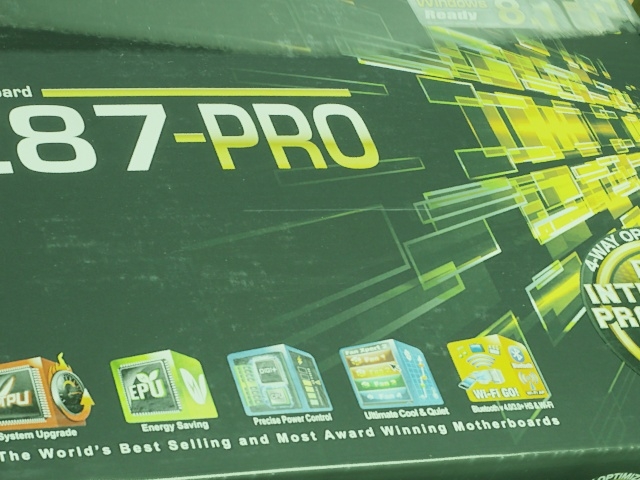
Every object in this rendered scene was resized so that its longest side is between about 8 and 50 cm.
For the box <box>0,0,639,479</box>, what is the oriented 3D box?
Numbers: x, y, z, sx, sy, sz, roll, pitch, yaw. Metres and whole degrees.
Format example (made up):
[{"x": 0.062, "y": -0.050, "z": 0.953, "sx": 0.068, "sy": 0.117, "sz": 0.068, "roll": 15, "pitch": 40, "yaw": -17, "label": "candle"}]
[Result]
[{"x": 0.000, "y": 0.000, "z": 0.789, "sx": 0.395, "sy": 0.097, "sz": 0.318, "roll": -1, "pitch": 43, "yaw": -23, "label": "box"}]

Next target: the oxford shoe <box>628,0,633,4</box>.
[{"x": -0.009, "y": -0.145, "z": 0.967, "sx": 0.364, "sy": 0.132, "sz": 0.130, "roll": -19, "pitch": 49, "yaw": -10, "label": "oxford shoe"}]
